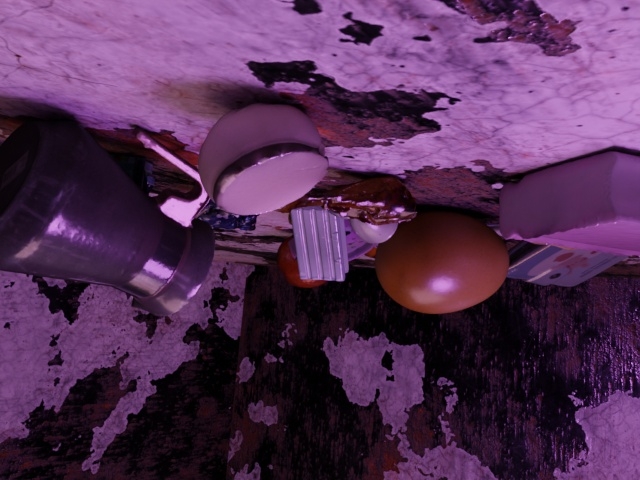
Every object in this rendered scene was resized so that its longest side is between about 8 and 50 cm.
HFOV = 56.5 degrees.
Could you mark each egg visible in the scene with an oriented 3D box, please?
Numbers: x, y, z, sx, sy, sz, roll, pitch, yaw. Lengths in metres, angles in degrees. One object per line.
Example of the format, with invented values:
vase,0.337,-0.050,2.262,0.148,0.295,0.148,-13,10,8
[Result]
egg,0.292,0.050,1.435,0.323,0.250,0.250,-3,174,-3

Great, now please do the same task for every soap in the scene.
soap,0.000,0.000,1.450,0.119,0.197,0.066,2,-151,16

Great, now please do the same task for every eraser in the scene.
eraser,0.533,-0.046,1.006,0.360,0.122,0.272,6,171,-18

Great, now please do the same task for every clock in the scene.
clock,0.051,0.001,1.604,0.228,0.090,0.248,-30,158,28

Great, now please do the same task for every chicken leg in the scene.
chicken leg,0.042,-0.080,1.112,0.305,0.093,0.113,2,165,-25

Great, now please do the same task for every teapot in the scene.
teapot,-0.351,-0.041,0.986,0.344,0.300,0.253,35,-170,-44

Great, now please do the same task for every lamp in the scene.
lamp,0.094,-0.058,1.320,0.106,0.106,0.193,-1,164,41

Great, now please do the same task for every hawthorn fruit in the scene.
hawthorn fruit,-0.034,0.062,2.055,0.205,0.205,0.253,9,165,-30

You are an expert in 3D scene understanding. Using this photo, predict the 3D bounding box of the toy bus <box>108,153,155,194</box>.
toy bus,-0.426,-0.095,1.243,0.147,0.128,0.256,8,171,-13

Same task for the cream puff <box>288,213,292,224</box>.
cream puff,-0.046,-0.062,1.580,0.083,0.083,0.058,-4,-137,-27

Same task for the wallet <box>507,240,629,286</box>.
wallet,0.642,0.039,1.558,0.361,0.083,0.252,10,144,-35

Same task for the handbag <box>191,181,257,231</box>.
handbag,-0.203,-0.077,1.305,0.162,0.113,0.260,12,174,-6

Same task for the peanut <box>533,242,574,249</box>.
peanut,0.503,-0.029,1.278,0.215,0.090,0.099,7,-175,-23

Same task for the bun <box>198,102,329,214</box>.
bun,-0.083,-0.118,0.797,0.173,0.119,0.172,-20,158,-9

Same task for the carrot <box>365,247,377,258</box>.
carrot,0.163,0.013,1.903,0.102,0.101,0.263,5,177,3
